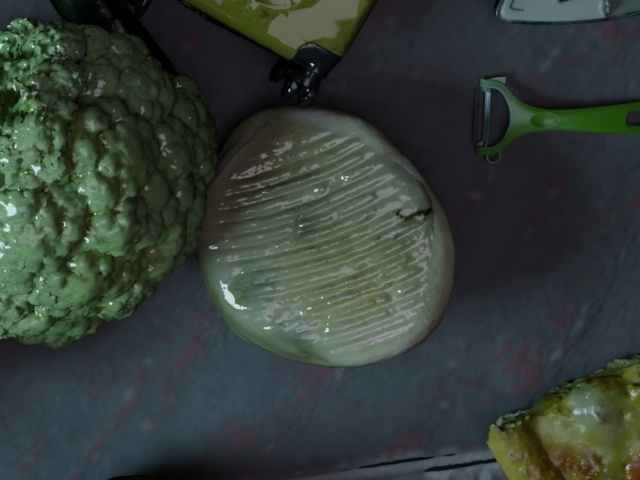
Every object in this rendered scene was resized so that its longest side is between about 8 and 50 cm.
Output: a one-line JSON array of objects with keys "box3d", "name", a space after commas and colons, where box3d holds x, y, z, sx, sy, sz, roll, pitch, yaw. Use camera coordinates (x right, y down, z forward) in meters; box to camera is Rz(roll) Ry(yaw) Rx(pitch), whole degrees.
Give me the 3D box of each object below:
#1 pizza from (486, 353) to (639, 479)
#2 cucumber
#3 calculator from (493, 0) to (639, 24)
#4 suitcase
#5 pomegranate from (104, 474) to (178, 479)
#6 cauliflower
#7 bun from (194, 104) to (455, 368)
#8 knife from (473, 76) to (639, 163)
[{"box3d": [0.308, 0.166, 1.613, 0.280, 0.075, 0.287, 32, 98, -18], "name": "pizza"}, {"box3d": [-0.182, -0.189, 1.437, 0.056, 0.056, 0.284, -34, 107, 1], "name": "cucumber"}, {"box3d": [0.263, -0.280, 1.496, 0.268, 0.040, 0.177, -12, 108, -7], "name": "calculator"}, {"box3d": [-0.033, -0.253, 1.397, 0.194, 0.143, 0.235, 28, 100, -16], "name": "suitcase"}, {"box3d": [-0.127, 0.300, 1.524, 0.277, 0.222, 0.203, -7, 101, -42], "name": "pomegranate"}, {"box3d": [-0.224, -0.054, 1.376, 0.250, 0.272, 0.275, 35, 103, 24], "name": "cauliflower"}, {"box3d": [0.000, 0.000, 1.489, 0.210, 0.116, 0.237, -31, 86, 5], "name": "bun"}, {"box3d": [0.217, -0.105, 1.548, 0.166, 0.022, 0.078, 0, 111, -9], "name": "knife"}]
